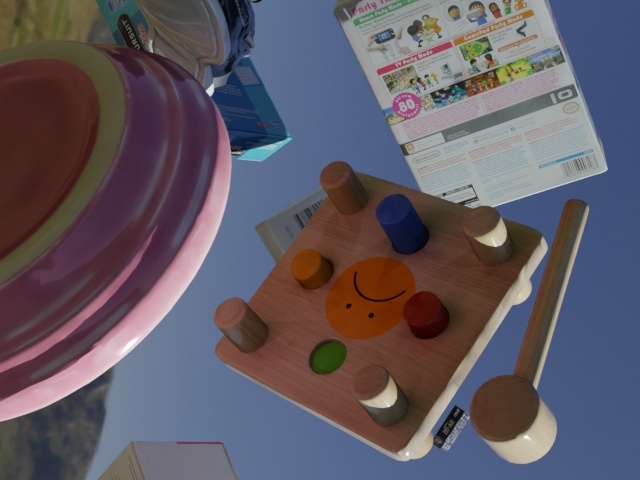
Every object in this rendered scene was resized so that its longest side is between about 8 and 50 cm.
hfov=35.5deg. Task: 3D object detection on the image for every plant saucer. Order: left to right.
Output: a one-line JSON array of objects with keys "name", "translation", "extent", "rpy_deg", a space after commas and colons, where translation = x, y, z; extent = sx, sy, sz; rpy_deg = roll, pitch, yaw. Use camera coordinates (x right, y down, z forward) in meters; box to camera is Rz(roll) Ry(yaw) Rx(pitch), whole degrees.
[{"name": "plant saucer", "translation": [-0.230, -0.030, 0.737], "extent": [0.084, 0.332, 0.332], "rpy_deg": [55, 29, -48]}]

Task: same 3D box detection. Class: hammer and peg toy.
[{"name": "hammer and peg toy", "translation": [0.096, 0.070, 0.944], "extent": [0.361, 0.127, 0.266], "rpy_deg": [20, -114, 39]}]

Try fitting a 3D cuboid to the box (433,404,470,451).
[{"name": "box", "translation": [0.196, 0.282, 1.494], "extent": [0.067, 0.018, 0.083], "rpy_deg": [-56, 160, -3]}]

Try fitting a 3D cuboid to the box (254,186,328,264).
[{"name": "box", "translation": [0.000, 0.000, 1.929], "extent": [0.181, 0.181, 0.119], "rpy_deg": [60, -14, -3]}]

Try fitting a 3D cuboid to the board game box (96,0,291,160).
[{"name": "board game box", "translation": [-0.212, -0.295, 1.640], "extent": [0.079, 0.254, 0.336], "rpy_deg": [-34, -106, 27]}]

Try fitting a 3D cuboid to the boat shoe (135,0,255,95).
[{"name": "boat shoe", "translation": [-0.115, -0.222, 0.978], "extent": [0.091, 0.114, 0.302], "rpy_deg": [-49, -173, -11]}]

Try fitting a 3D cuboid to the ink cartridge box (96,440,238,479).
[{"name": "ink cartridge box", "translation": [-0.309, 0.481, 1.781], "extent": [0.283, 0.207, 0.117], "rpy_deg": [-48, -128, 28]}]

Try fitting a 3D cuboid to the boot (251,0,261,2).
[{"name": "boot", "translation": [-0.191, -0.462, 1.641], "extent": [0.229, 0.091, 0.263], "rpy_deg": [-53, 141, -34]}]

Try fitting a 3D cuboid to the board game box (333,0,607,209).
[{"name": "board game box", "translation": [0.182, -0.193, 1.186], "extent": [0.224, 0.303, 0.097], "rpy_deg": [-18, -152, 21]}]
